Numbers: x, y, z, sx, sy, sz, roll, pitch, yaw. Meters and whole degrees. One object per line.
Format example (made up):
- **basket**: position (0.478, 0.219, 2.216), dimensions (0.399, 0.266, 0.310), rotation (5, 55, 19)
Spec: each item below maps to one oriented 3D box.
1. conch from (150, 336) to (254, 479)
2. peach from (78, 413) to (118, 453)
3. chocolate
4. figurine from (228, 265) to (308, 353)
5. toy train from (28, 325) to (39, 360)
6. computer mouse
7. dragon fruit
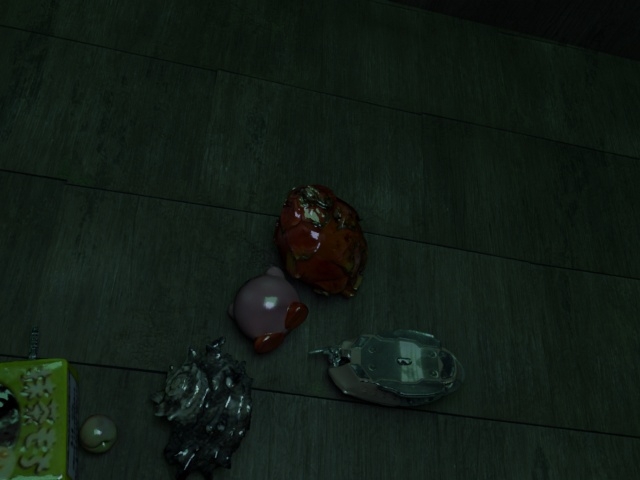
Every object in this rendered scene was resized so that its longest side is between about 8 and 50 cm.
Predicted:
- **conch**: position (-0.264, 0.369, 1.592), dimensions (0.241, 0.186, 0.313), rotation (-3, 76, 12)
- **peach**: position (-0.475, 0.412, 1.550), dimensions (0.083, 0.083, 0.083), rotation (8, 57, -12)
- **chocolate**: position (-0.643, 0.390, 1.474), dimensions (0.289, 0.137, 0.301), rotation (-1, 58, -17)
- **figurine**: position (-0.130, 0.163, 1.760), dimensions (0.173, 0.173, 0.173), rotation (8, 57, -12)
- **toy train**: position (-0.648, 0.233, 1.642), dimensions (0.017, 0.017, 0.083), rotation (4, 59, -17)
- **computer mouse**: position (0.160, 0.324, 1.784), dimensions (0.389, 0.115, 0.199), rotation (6, 40, 0)
- **dragon fruit**: position (0.002, 0.002, 1.855), dimensions (0.315, 0.250, 0.250), rotation (34, 46, -39)
